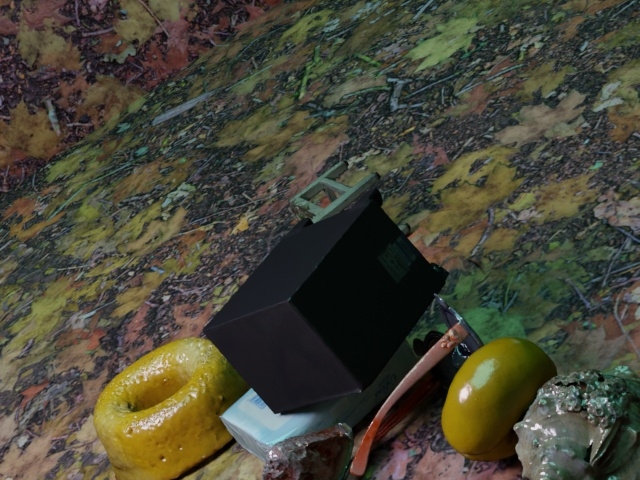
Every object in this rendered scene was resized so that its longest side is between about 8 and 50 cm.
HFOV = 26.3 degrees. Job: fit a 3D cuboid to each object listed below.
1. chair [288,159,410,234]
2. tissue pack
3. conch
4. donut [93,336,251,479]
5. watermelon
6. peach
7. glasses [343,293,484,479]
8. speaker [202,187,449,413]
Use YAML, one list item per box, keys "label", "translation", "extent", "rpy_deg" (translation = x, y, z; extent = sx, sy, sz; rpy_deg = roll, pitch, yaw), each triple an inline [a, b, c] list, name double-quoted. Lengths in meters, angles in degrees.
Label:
- label: "chair"
  translation: [0.000, 0.000, 2.369]
  extent: [0.270, 0.136, 0.147]
  rpy_deg: [-40, 28, -14]
- label: "tissue pack"
  translation: [0.000, 0.228, 2.050]
  extent: [0.263, 0.089, 0.177]
  rpy_deg: [-39, 29, -19]
- label: "conch"
  translation: [0.347, 0.230, 1.683]
  extent: [0.178, 0.163, 0.245]
  rpy_deg: [32, 43, 21]
- label: "donut"
  translation: [-0.243, 0.264, 2.206]
  extent: [0.277, 0.108, 0.278]
  rpy_deg: [-24, 28, 13]
- label: "watermelon"
  translation: [-0.028, 0.322, 1.882]
  extent: [0.187, 0.139, 0.071]
  rpy_deg: [-49, 51, -1]
- label: "peach"
  translation: [0.231, 0.209, 1.764]
  extent: [0.179, 0.179, 0.103]
  rpy_deg: [-40, 53, -17]
- label: "glasses"
  translation: [0.101, 0.212, 1.845]
  extent: [0.268, 0.118, 0.234]
  rpy_deg: [-40, -13, -19]
- label: "speaker"
  translation: [0.011, 0.091, 1.939]
  extent: [0.232, 0.184, 0.254]
  rpy_deg: [-22, 22, 51]
